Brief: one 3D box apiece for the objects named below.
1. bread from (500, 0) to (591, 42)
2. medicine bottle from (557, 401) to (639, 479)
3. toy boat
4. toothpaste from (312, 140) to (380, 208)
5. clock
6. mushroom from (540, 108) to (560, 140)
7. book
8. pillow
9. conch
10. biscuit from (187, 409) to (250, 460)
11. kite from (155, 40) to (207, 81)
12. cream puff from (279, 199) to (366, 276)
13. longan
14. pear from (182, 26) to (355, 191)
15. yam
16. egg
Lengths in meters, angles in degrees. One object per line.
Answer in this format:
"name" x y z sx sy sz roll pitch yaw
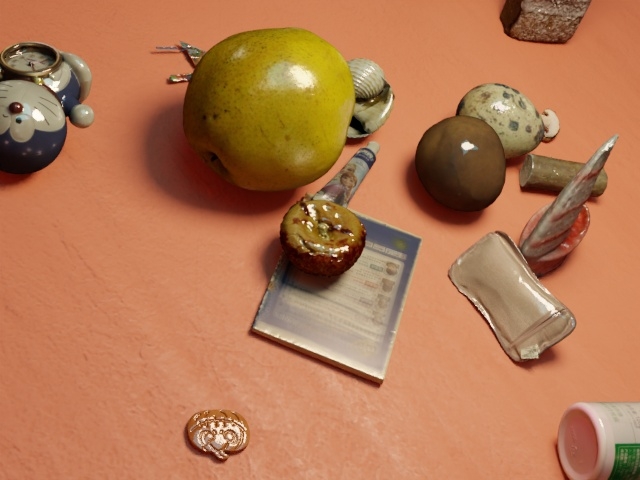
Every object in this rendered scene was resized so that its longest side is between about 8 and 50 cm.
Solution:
"bread" 0.528 -0.600 2.149 0.165 0.416 0.113 2 52 -13
"medicine bottle" 0.521 0.319 1.584 0.274 0.133 0.133 4 51 -19
"toy boat" 0.437 -0.063 1.762 0.096 0.282 0.206 44 50 18
"toothpaste" 0.057 -0.117 1.822 0.062 0.037 0.216 28 46 10
"clock" -0.469 -0.213 1.640 0.200 0.146 0.243 18 44 0
"mushroom" 0.472 -0.239 2.094 0.049 0.019 0.101 23 46 -3
"book" 0.036 0.070 1.680 0.228 0.018 0.322 22 48 -1
"pillow" 0.324 0.095 1.727 0.131 0.038 0.232 -38 64 2
"conch" 0.072 -0.266 1.910 0.135 0.102 0.153 35 91 2
"biscuit" -0.145 0.277 1.446 0.091 0.015 0.078 0 53 -20
"kite" -0.214 -0.312 1.903 0.160 0.010 0.183 -15 62 -34
"cream puff" 0.000 0.000 1.657 0.149 0.084 0.149 9 46 -10
"longan" 0.257 -0.142 1.846 0.189 0.189 0.189 10 50 -12
"pear" -0.089 -0.219 1.706 0.294 0.294 0.294 10 50 -12
"yam" 0.472 -0.127 1.971 0.169 0.068 0.068 7 51 -16
"egg" 0.349 -0.228 1.958 0.182 0.141 0.141 22 48 -14
